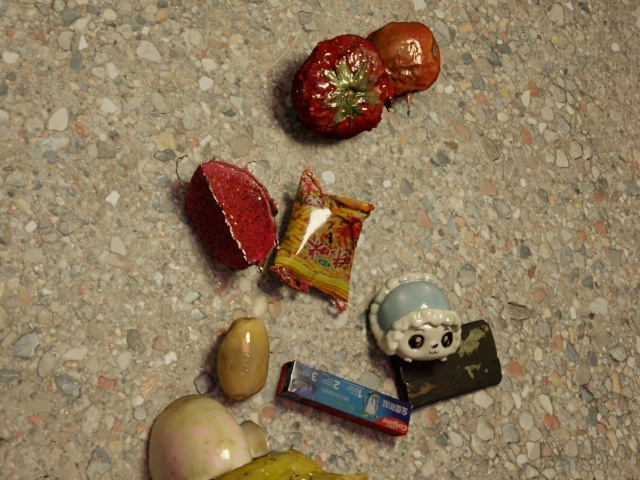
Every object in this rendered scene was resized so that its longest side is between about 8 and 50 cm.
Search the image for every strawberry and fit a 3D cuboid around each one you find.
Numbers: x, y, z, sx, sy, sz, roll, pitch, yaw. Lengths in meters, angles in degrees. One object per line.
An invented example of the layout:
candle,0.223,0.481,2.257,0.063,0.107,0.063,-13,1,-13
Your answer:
strawberry,0.043,-0.378,2.034,0.274,0.220,0.274,-14,118,-27

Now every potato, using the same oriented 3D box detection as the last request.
potato,-0.164,0.251,1.762,0.109,0.118,0.178,2,85,7

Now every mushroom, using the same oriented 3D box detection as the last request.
mushroom,-0.216,0.386,1.656,0.236,0.162,0.173,-9,80,-33

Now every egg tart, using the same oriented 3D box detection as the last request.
egg tart,-0.120,0.508,1.526,0.443,0.443,0.178,-17,66,-32

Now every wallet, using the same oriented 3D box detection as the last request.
wallet,0.316,0.302,2.051,0.321,0.044,0.170,-9,76,-31

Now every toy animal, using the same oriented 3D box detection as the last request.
toy animal,0.235,0.182,1.957,0.208,0.156,0.204,2,37,-21

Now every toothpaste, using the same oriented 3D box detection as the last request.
toothpaste,0.058,0.360,1.875,0.320,0.066,0.076,25,63,-21

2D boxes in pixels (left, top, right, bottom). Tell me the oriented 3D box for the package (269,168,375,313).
package,0.005,0.004,1.943,0.223,0.108,0.288,28,70,-25

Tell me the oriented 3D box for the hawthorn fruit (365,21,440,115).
hawthorn fruit,0.222,-0.444,2.159,0.207,0.207,0.243,-8,88,-31

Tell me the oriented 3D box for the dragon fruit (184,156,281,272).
dragon fruit,-0.185,-0.050,1.847,0.161,0.126,0.274,-25,87,-42
